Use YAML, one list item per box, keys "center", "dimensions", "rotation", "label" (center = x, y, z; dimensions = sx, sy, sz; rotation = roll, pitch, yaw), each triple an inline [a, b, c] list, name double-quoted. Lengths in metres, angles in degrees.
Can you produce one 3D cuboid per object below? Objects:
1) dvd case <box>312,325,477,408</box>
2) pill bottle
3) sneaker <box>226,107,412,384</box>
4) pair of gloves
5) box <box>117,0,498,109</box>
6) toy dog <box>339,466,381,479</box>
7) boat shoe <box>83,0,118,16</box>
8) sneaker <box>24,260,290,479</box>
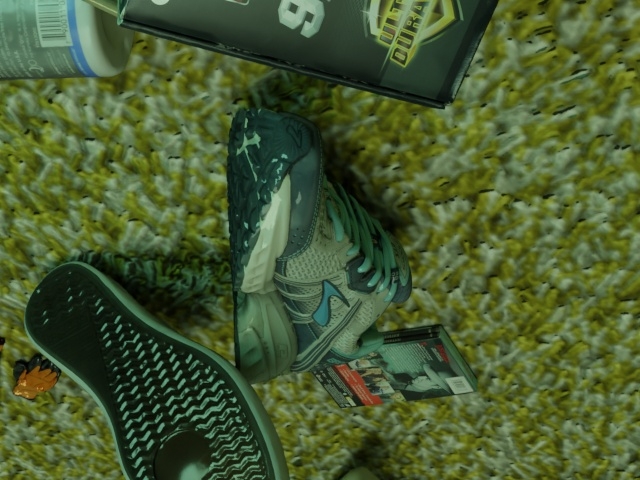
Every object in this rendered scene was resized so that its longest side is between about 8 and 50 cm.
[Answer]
- center: [0.054, 0.101, 1.220]
  dimensions: [0.119, 0.013, 0.087]
  rotation: [-9, 142, 24]
  label: "dvd case"
- center: [-0.182, -0.130, 0.885]
  dimensions: [0.137, 0.078, 0.078]
  rotation: [0, 144, 12]
  label: "pill bottle"
- center: [0.000, 0.000, 1.033]
  dimensions: [0.122, 0.110, 0.283]
  rotation: [-4, 152, -4]
  label: "sneaker"
- center: [-0.260, 0.107, 1.292]
  dimensions: [0.083, 0.010, 0.074]
  rotation: [25, 142, -21]
  label: "pair of gloves"
- center: [0.018, -0.182, 0.721]
  dimensions: [0.175, 0.051, 0.220]
  rotation: [13, 123, -16]
  label: "box"
- center: [0.164, 0.414, 1.419]
  dimensions: [0.408, 0.284, 0.395]
  rotation: [15, 157, -10]
  label: "toy dog"
- center: [-0.179, -0.197, 0.771]
  dimensions: [0.302, 0.098, 0.109]
  rotation: [25, 142, -22]
  label: "boat shoe"
- center: [-0.094, 0.123, 1.109]
  dimensions: [0.106, 0.290, 0.123]
  rotation: [-45, 140, 0]
  label: "sneaker"
